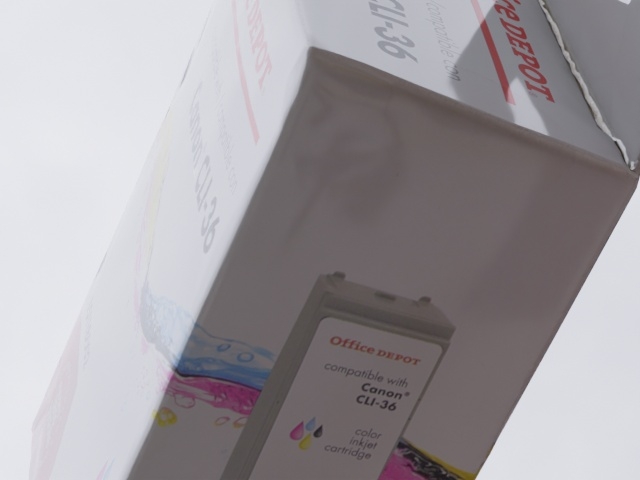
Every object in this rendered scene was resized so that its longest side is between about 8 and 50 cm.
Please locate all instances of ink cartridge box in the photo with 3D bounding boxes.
[{"bbox_3d":[0.000,0.000,0.391,0.067,0.115,0.198,19,-66,-15],"label":"ink cartridge box"}]
